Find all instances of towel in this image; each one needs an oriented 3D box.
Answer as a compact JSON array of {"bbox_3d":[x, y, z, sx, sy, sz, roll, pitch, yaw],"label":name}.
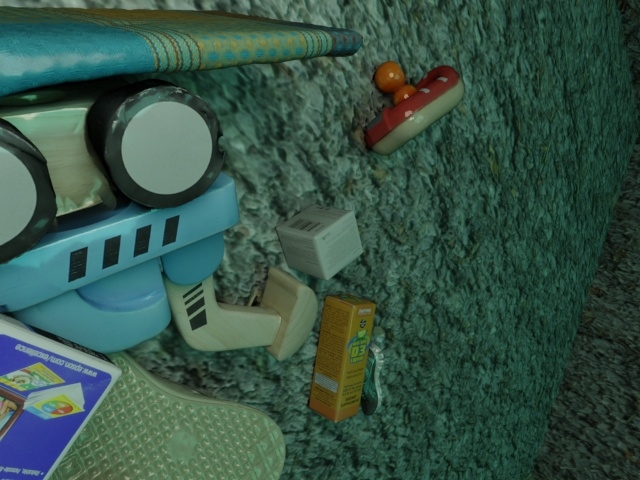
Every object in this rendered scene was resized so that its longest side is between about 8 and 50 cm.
[{"bbox_3d":[-0.176,-0.194,0.414,0.370,0.271,0.040,-25,132,-39],"label":"towel"}]

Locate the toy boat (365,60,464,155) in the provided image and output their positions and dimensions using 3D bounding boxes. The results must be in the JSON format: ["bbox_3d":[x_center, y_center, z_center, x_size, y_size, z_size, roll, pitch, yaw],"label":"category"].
[{"bbox_3d":[0.164,-0.279,0.834,0.231,0.151,0.151,-39,95,-32],"label":"toy boat"}]

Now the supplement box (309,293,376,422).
[{"bbox_3d":[0.043,0.229,0.857,0.078,0.080,0.233,3,95,-47],"label":"supplement box"}]

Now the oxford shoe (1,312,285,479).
[{"bbox_3d":[-0.249,0.227,0.533,0.449,0.130,0.169,32,57,-29],"label":"oxford shoe"}]

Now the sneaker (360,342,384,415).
[{"bbox_3d":[0.091,0.307,0.945,0.076,0.065,0.166,-5,101,-27],"label":"sneaker"}]

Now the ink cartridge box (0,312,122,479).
[{"bbox_3d":[-0.273,0.134,0.264,0.206,0.045,0.208,48,65,-44],"label":"ink cartridge box"}]

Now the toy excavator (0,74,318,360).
[{"bbox_3d":[-0.193,0.028,0.517,0.433,0.222,0.445,-25,129,-36],"label":"toy excavator"}]

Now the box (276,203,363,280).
[{"bbox_3d":[0.000,0.000,0.743,0.102,0.101,0.087,-34,122,-34],"label":"box"}]
